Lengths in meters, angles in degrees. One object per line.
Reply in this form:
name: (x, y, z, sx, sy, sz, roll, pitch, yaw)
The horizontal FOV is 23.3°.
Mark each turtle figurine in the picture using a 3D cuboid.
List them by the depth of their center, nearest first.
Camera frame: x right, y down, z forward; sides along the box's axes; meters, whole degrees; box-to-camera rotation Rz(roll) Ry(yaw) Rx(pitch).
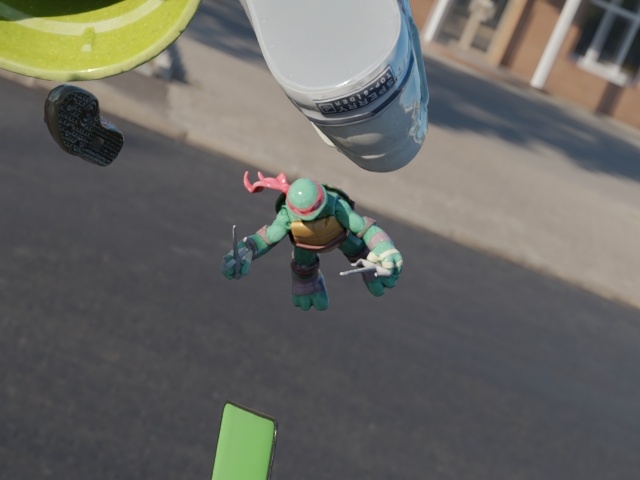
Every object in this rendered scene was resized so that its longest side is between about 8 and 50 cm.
turtle figurine: (0.000, 0.000, 1.548, 0.175, 0.118, 0.234, 2, -19, 15)

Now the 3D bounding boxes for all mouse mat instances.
mouse mat: (-0.070, 0.214, 1.292, 0.007, 0.152, 0.190, 10, -3, -15)

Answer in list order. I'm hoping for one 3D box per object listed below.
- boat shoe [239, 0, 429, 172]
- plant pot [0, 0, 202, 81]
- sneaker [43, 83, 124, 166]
boat shoe: (0.010, -0.189, 1.155, 0.156, 0.136, 0.367, 58, 9, -48)
plant pot: (-0.225, -0.328, 1.400, 0.276, 0.276, 0.254, 20, 39, -14)
sneaker: (-0.276, -0.129, 1.693, 0.071, 0.066, 0.188, 28, -10, 15)
